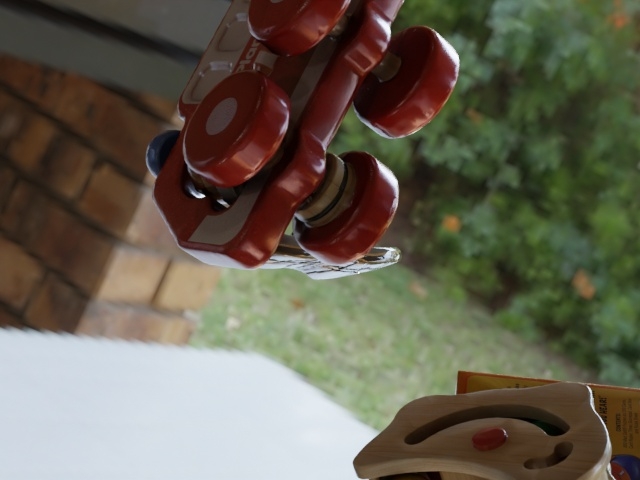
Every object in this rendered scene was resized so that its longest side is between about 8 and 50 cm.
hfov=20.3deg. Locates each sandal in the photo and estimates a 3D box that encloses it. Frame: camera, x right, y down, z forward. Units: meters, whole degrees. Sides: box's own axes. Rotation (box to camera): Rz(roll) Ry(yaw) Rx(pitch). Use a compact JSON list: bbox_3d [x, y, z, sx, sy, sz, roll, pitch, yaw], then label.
[{"bbox_3d":[0.000,0.000,1.721,0.090,0.060,0.219,-13,-14,41],"label":"sandal"}]

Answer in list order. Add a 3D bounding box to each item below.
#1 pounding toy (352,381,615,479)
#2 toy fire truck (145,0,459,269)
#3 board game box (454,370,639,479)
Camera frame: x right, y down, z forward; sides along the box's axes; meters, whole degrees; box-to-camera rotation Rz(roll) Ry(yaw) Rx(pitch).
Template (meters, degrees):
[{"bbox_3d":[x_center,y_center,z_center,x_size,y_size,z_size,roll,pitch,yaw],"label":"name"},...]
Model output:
[{"bbox_3d":[0.173,0.217,1.429,0.269,0.155,0.154,-7,26,22],"label":"pounding toy"},{"bbox_3d":[-0.043,-0.116,1.557,0.169,0.302,0.254,34,-15,-32],"label":"toy fire truck"},{"bbox_3d":[0.325,0.426,2.278,0.356,0.356,0.356,6,34,4],"label":"board game box"}]
